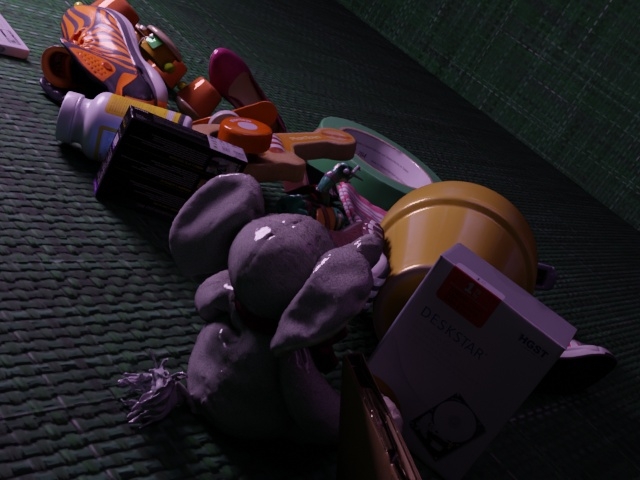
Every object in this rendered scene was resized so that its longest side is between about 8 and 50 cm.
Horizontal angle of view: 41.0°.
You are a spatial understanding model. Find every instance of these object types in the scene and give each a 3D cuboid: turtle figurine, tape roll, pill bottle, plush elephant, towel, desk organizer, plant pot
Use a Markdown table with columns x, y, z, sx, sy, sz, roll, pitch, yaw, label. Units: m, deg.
| x | y | z | sx | sy | sz | roll | pitch | yaw | label |
| --- | --- | --- | --- | --- | --- | --- | --- | --- | --- |
| 0.007 | -0.028 | 1.390 | 0.234 | 0.118 | 0.175 | -19 | 95 | -60 | turtle figurine |
| 0.123 | -0.145 | 1.827 | 0.321 | 0.077 | 0.321 | 26 | 23 | -12 | tape roll |
| -0.288 | -0.158 | 1.265 | 0.184 | 0.103 | 0.103 | 16 | 24 | -8 | pill bottle |
| -0.037 | 0.071 | 0.922 | 0.330 | 0.255 | 0.272 | 2 | 36 | -50 | plush elephant |
| 0.103 | -0.027 | 1.575 | 0.144 | 0.029 | 0.197 | 34 | 20 | -26 | towel |
| -0.018 | -0.101 | 1.580 | 0.130 | 0.050 | 0.047 | 22 | 53 | -62 | desk organizer |
| 0.177 | 0.066 | 1.225 | 0.254 | 0.254 | 0.239 | 33 | 25 | 3 | plant pot |

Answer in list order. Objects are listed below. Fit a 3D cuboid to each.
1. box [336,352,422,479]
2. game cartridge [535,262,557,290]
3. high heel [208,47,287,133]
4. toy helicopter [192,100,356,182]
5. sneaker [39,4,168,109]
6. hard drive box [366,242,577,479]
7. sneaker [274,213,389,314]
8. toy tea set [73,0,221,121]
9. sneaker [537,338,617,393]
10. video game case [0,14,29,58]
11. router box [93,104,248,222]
| x | y | z | sx | sy | sz | roll | pitch | yaw | label |
| --- | --- | --- | --- | --- | --- | --- | --- | --- | --- |
| 0.048 | 0.230 | 0.795 | 0.021 | 0.201 | 0.164 | -9 | 36 | -13 | box |
| 0.297 | 0.040 | 1.588 | 0.198 | 0.062 | 0.297 | 12 | 1 | 35 | game cartridge |
| -0.131 | -0.265 | 1.640 | 0.117 | 0.082 | 0.244 | 36 | -18 | 32 | high heel |
| -0.089 | -0.160 | 1.456 | 0.355 | 0.140 | 0.235 | -10 | 32 | -42 | toy helicopter |
| -0.399 | -0.318 | 1.446 | 0.180 | 0.125 | 0.321 | 5 | 34 | -50 | sneaker |
| 0.168 | 0.151 | 1.055 | 0.181 | 0.232 | 0.089 | 37 | 22 | 15 | hard drive box |
| 0.000 | 0.000 | 1.182 | 0.162 | 0.107 | 0.281 | 26 | 7 | -8 | sneaker |
| -0.337 | -0.331 | 1.624 | 0.336 | 0.124 | 0.200 | 42 | -5 | 32 | toy tea set |
| 0.361 | 0.161 | 1.446 | 0.295 | 0.124 | 0.178 | 11 | 40 | -39 | sneaker |
| -0.604 | -0.374 | 1.435 | 0.173 | 0.022 | 0.190 | 4 | 36 | -50 | video game case |
| -0.212 | -0.097 | 1.212 | 0.178 | 0.133 | 0.046 | 20 | 25 | -27 | router box |
